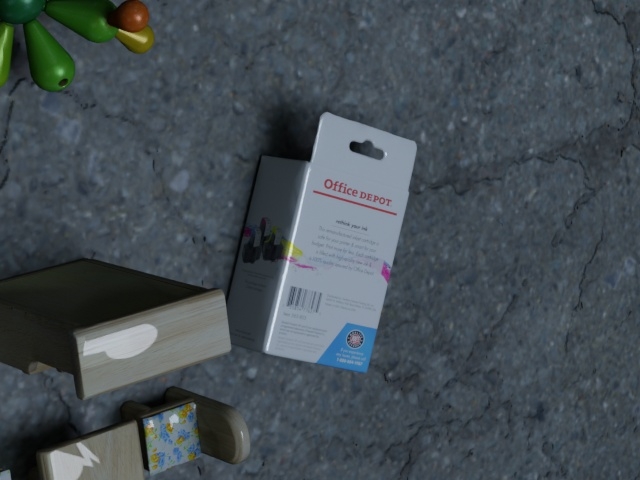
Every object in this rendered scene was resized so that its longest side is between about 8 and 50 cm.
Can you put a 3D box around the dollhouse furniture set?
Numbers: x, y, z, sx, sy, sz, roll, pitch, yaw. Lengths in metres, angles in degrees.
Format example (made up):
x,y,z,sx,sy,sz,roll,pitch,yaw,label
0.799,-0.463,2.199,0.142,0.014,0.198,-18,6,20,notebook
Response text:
x,y,z,sx,sy,sz,roll,pitch,yaw,label
-0.138,0.148,1.013,0.212,0.161,0.242,-16,107,-36,dollhouse furniture set

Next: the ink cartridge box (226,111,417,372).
x,y,z,sx,sy,sz,roll,pitch,yaw,label
0.000,0.000,1.164,0.104,0.061,0.181,15,88,-40,ink cartridge box

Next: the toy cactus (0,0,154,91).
x,y,z,sx,sy,sz,roll,pitch,yaw,label
-0.200,-0.175,0.964,0.219,0.112,0.180,-28,104,-23,toy cactus
